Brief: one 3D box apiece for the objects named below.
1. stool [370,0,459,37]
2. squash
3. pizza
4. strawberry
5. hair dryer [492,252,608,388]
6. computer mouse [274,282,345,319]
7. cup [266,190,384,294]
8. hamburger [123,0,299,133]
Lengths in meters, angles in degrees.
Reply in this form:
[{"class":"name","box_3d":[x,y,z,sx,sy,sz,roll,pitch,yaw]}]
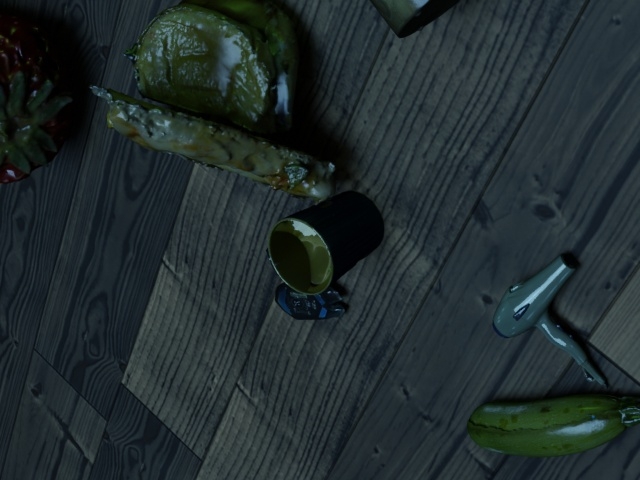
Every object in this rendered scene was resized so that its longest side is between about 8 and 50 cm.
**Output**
[{"class":"stool","box_3d":[0.096,-0.426,1.701,0.264,0.179,0.179,53,136,3]},{"class":"squash","box_3d":[0.354,0.281,1.923,0.341,0.094,0.094,-12,104,44]},{"class":"pizza","box_3d":[-0.160,-0.146,2.034,0.392,0.435,0.080,18,93,0]},{"class":"strawberry","box_3d":[-0.627,-0.299,2.376,0.345,0.295,0.317,47,174,36]},{"class":"hair dryer","box_3d":[0.364,0.112,1.858,0.199,0.067,0.167,31,125,12]},{"class":"computer mouse","box_3d":[-0.015,0.097,2.185,0.135,0.047,0.079,7,129,27]},{"class":"cup","box_3d":[0.000,0.000,2.042,0.177,0.155,0.131,-9,105,46]},{"class":"hamburger","box_3d":[-0.157,-0.297,2.019,0.309,0.132,0.211,21,107,27]}]
